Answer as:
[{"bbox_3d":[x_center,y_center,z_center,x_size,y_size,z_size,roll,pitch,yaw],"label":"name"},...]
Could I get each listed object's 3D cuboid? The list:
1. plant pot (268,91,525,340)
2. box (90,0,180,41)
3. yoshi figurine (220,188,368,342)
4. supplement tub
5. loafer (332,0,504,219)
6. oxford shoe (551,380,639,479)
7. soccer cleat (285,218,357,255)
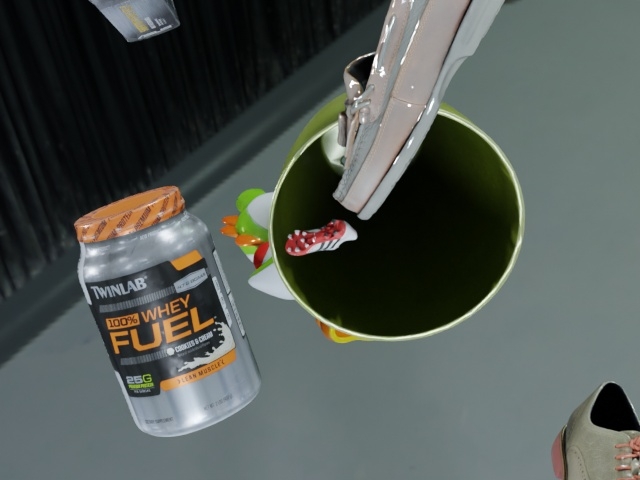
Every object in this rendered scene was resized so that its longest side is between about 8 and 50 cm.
[{"bbox_3d":[0.075,-0.072,1.291,0.274,0.275,0.293,-7,24,0],"label":"plant pot"},{"bbox_3d":[-0.192,-0.304,0.951,0.056,0.231,0.183,-18,0,1],"label":"box"},{"bbox_3d":[0.000,0.001,1.625,0.204,0.203,0.362,-55,35,4],"label":"yoshi figurine"},{"bbox_3d":[-0.218,0.096,1.529,0.193,0.316,0.193,-18,12,4],"label":"supplement tub"},{"bbox_3d":[0.028,-0.062,0.380,0.039,0.125,0.045,27,39,-3],"label":"loafer"},{"bbox_3d":[0.365,0.304,1.355,0.123,0.130,0.348,13,26,-9],"label":"oxford shoe"},{"bbox_3d":[0.000,0.000,1.132,0.083,0.035,0.029,-21,58,36],"label":"soccer cleat"}]
